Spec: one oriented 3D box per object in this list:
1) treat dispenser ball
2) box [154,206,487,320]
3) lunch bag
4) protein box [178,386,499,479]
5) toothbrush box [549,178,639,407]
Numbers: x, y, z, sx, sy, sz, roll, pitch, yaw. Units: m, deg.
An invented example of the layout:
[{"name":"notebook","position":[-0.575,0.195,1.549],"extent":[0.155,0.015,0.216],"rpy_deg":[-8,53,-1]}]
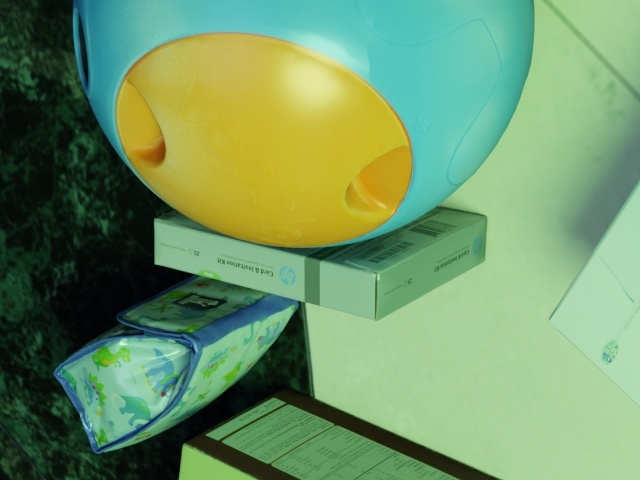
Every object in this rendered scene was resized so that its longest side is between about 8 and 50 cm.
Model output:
[{"name":"treat dispenser ball","position":[-0.011,-0.138,1.204],"extent":[0.288,0.288,0.288],"rpy_deg":[13,113,32]},{"name":"box","position":[0.000,0.000,1.335],"extent":[0.186,0.145,0.038],"rpy_deg":[14,113,31]},{"name":"lunch bag","position":[-0.104,0.084,1.449],"extent":[0.151,0.129,0.096],"rpy_deg":[-27,90,39]},{"name":"protein box","position":[0.006,0.250,1.423],"extent":[0.201,0.136,0.200],"rpy_deg":[21,117,29]},{"name":"toothbrush box","position":[0.304,0.001,1.120],"extent":[0.216,0.126,0.295],"rpy_deg":[44,125,23]}]
